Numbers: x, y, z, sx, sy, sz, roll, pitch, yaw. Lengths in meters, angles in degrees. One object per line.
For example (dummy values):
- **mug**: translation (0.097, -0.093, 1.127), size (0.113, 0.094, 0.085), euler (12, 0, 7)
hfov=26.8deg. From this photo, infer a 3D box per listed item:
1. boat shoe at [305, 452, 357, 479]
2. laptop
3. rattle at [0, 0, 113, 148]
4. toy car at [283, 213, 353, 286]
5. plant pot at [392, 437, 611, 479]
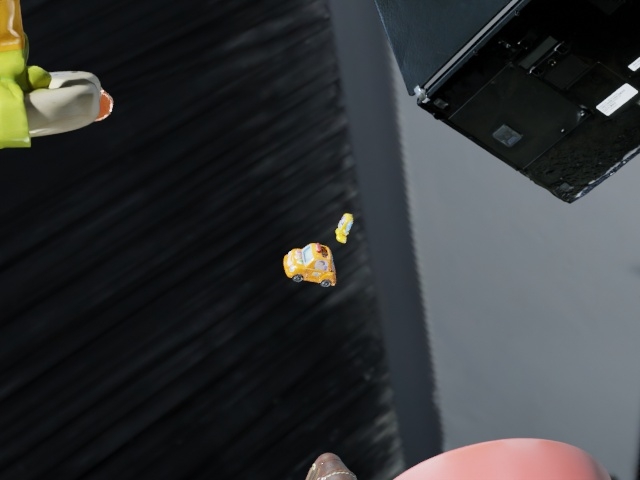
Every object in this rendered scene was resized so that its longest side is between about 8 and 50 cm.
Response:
- **boat shoe**: translation (0.003, 0.344, 1.591), size (0.073, 0.073, 0.207), euler (-123, 40, -48)
- **laptop**: translation (0.180, -0.194, 1.072), size (0.264, 0.136, 0.234), euler (31, 139, -14)
- **rattle**: translation (-0.201, -0.133, 0.889), size (0.130, 0.200, 0.142), euler (-15, 100, 24)
- **toy car**: translation (0.000, 0.000, 1.435), size (0.060, 0.122, 0.040), euler (22, 127, -4)
- **plant pot**: translation (0.182, 0.366, 1.277), size (0.275, 0.275, 0.243), euler (97, 165, -44)
